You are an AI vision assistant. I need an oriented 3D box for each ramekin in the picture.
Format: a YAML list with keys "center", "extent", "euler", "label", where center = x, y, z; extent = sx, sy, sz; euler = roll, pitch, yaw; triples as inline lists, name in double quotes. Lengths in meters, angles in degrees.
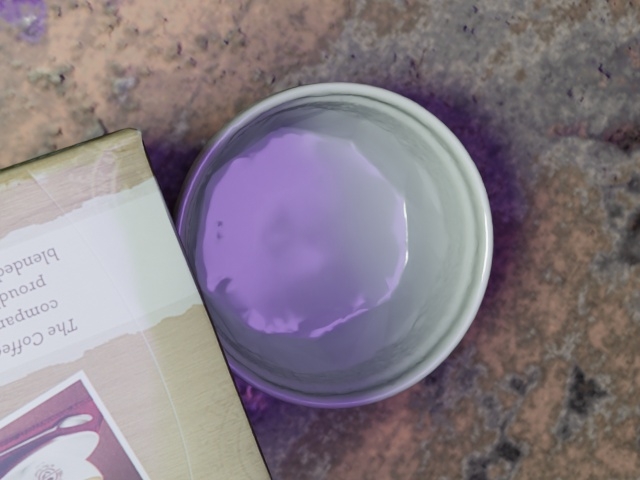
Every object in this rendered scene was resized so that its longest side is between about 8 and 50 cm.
- center: [0.000, 0.000, 0.793]
  extent: [0.207, 0.109, 0.207]
  euler: [-1, 95, -14]
  label: "ramekin"

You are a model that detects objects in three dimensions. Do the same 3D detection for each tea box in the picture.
- center: [-0.223, 0.097, 0.634]
  extent: [0.329, 0.323, 0.219]
  euler: [-22, 99, -12]
  label: "tea box"
